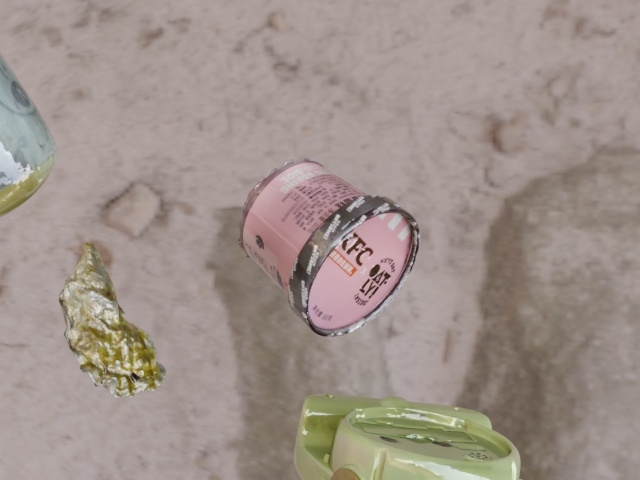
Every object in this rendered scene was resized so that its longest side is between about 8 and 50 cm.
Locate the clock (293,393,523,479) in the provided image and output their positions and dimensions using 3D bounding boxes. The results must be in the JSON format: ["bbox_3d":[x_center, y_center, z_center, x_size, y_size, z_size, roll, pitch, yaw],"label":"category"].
[{"bbox_3d":[0.113,0.252,1.696,0.235,0.308,0.096,8,100,-17],"label":"clock"}]

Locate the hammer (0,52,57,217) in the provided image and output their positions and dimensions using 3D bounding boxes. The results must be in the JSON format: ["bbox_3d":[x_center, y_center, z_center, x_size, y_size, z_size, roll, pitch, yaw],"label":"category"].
[{"bbox_3d":[-0.327,-0.063,1.146,0.202,0.113,0.305,56,35,-13],"label":"hammer"}]

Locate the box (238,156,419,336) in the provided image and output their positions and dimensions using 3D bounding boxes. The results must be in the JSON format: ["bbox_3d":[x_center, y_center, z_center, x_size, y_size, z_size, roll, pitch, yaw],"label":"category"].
[{"bbox_3d":[0.000,0.000,1.580,0.151,0.135,0.151,-31,140,-29],"label":"box"}]

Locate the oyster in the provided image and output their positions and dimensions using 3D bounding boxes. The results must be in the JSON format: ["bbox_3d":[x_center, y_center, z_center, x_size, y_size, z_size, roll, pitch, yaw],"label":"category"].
[{"bbox_3d":[-0.195,0.087,1.486,0.045,0.146,0.121,-33,123,21],"label":"oyster"}]
